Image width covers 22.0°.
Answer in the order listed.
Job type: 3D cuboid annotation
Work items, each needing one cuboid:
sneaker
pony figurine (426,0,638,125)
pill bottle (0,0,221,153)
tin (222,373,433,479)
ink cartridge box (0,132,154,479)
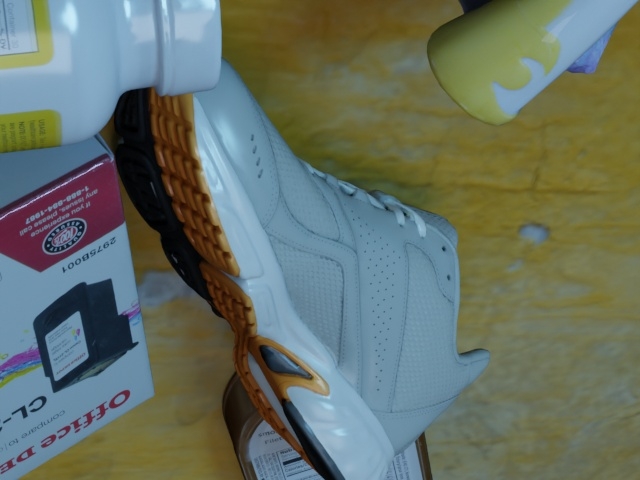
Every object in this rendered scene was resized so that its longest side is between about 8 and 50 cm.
[{"bbox_3d":[0.000,0.000,0.762,0.121,0.099,0.262,-38,133,-15],"label":"sneaker"},{"bbox_3d":[0.137,-0.184,0.498,0.351,0.302,0.363,29,136,-29],"label":"pony figurine"},{"bbox_3d":[-0.133,-0.082,0.605,0.184,0.103,0.103,-7,137,-11],"label":"pill bottle"},{"bbox_3d":[0.009,0.121,0.918,0.106,0.040,0.189,-19,138,-5],"label":"tin"},{"bbox_3d":[-0.146,0.028,0.700,0.127,0.072,0.175,-31,147,-21],"label":"ink cartridge box"}]
